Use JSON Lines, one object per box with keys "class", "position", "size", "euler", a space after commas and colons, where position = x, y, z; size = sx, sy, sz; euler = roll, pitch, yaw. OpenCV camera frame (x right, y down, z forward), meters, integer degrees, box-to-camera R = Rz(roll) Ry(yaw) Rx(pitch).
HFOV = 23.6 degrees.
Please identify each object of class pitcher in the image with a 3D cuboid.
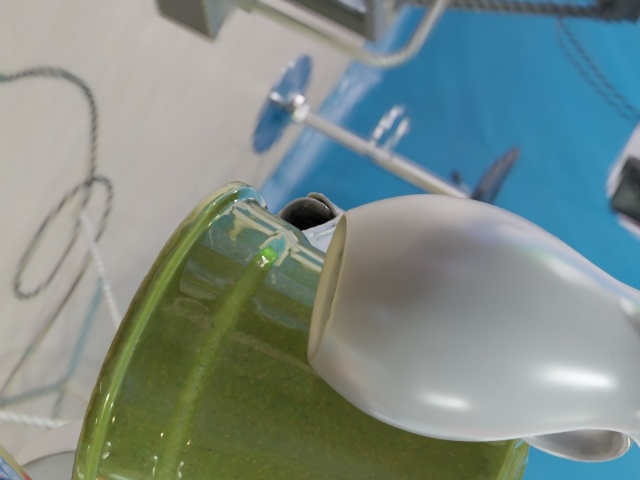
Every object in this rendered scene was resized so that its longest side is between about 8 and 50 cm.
{"class": "pitcher", "position": [0.096, 0.063, 0.827], "size": [0.178, 0.207, 0.125], "euler": [114, -12, -55]}

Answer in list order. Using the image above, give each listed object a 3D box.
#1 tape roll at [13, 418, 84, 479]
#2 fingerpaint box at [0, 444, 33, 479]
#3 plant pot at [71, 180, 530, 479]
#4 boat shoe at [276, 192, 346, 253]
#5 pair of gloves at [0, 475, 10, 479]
{"class": "tape roll", "position": [-0.204, 0.319, 1.482], "size": [0.100, 0.286, 0.286], "euler": [-71, -174, -76]}
{"class": "fingerpaint box", "position": [-0.352, 0.322, 1.150], "size": [0.371, 0.445, 0.163], "euler": [-43, 176, -3]}
{"class": "plant pot", "position": [0.009, 0.131, 1.048], "size": [0.276, 0.254, 0.276], "euler": [21, 90, -77]}
{"class": "boat shoe", "position": [0.000, 0.000, 1.304], "size": [0.095, 0.084, 0.258], "euler": [-26, -171, 6]}
{"class": "pair of gloves", "position": [-0.204, 0.226, 0.839], "size": [0.198, 0.023, 0.159], "euler": [-67, 152, -41]}
